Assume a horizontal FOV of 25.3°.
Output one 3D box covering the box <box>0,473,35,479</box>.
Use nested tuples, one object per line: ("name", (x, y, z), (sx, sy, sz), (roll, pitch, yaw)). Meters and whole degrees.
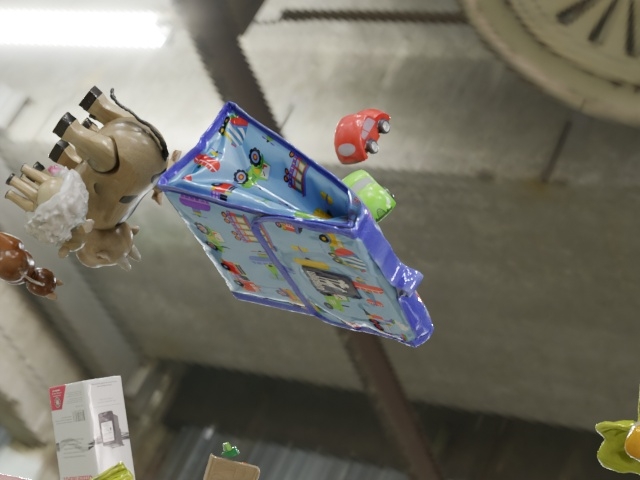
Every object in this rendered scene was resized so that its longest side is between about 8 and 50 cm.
("box", (-0.423, 0.304, 1.451), (0.232, 0.148, 0.126), (11, -77, 5))

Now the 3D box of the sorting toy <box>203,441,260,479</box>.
("sorting toy", (-0.101, 0.265, 1.667), (0.062, 0.012, 0.083), (17, -45, -1))

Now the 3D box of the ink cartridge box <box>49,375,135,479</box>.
("ink cartridge box", (-0.322, 0.272, 2.000), (0.063, 0.150, 0.109), (-5, -6, -39))

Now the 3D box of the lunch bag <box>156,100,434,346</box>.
("lunch bag", (0.000, 0.000, 1.568), (0.293, 0.138, 0.221), (23, -25, 38))

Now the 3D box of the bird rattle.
("bird rattle", (0.407, 0.251, 1.505), (0.253, 0.143, 0.207), (39, 12, 21))

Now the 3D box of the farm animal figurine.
("farm animal figurine", (-0.271, -0.061, 1.799), (0.172, 0.330, 0.327), (36, -34, -4))

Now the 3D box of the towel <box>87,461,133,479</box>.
("towel", (-0.242, 0.285, 1.353), (0.021, 0.102, 0.237), (57, -31, 22))

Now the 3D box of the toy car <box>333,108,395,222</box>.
("toy car", (0.029, -0.085, 1.928), (0.053, 0.239, 0.225), (52, -6, -32))
